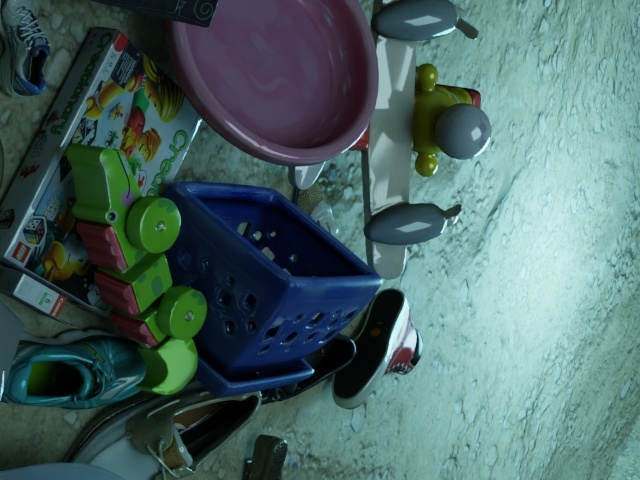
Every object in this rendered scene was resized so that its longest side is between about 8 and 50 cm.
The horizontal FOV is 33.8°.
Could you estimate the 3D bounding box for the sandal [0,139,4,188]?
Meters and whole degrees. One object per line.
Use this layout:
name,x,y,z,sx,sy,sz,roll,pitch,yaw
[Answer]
sandal,-0.423,-0.003,1.064,0.086,0.120,0.303,46,64,-35

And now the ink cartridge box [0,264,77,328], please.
ink cartridge box,-0.337,0.065,1.242,0.115,0.063,0.029,41,70,-52

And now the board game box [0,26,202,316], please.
board game box,-0.271,-0.081,1.295,0.193,0.053,0.305,42,67,-52

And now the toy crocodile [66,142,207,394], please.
toy crocodile,-0.224,0.036,1.251,0.105,0.115,0.340,-45,136,-37

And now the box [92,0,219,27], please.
box,-0.181,-0.388,1.166,0.163,0.142,0.247,5,116,-41

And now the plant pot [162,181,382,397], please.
plant pot,-0.099,0.071,1.412,0.236,0.236,0.212,-2,126,-57

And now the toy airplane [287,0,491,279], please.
toy airplane,0.126,-0.183,1.623,0.384,0.272,0.386,-60,142,-21

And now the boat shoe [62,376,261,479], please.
boat shoe,-0.213,0.265,1.401,0.302,0.103,0.113,-37,121,-25

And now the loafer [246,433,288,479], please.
loafer,-0.092,0.373,1.697,0.056,0.050,0.148,-5,121,-50

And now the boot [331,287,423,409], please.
boot,0.113,0.232,1.906,0.244,0.088,0.176,-59,143,-30

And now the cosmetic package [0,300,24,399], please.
cosmetic package,-0.403,0.162,1.061,0.107,0.127,0.238,61,30,-43

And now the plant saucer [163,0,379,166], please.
plant saucer,-0.071,-0.251,1.400,0.332,0.084,0.332,13,68,-36

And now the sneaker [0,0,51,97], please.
sneaker,-0.325,-0.225,1.171,0.052,0.058,0.135,-23,118,-49

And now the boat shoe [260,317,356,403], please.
boat shoe,-0.066,0.192,1.615,0.340,0.113,0.127,-2,104,-54

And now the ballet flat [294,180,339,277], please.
ballet flat,0.000,0.000,1.685,0.073,0.067,0.206,-26,120,-47

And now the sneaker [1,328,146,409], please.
sneaker,-0.301,0.170,1.287,0.275,0.110,0.107,6,95,-55

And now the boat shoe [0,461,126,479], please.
boat shoe,-0.375,0.345,1.215,0.367,0.156,0.136,10,57,-43
